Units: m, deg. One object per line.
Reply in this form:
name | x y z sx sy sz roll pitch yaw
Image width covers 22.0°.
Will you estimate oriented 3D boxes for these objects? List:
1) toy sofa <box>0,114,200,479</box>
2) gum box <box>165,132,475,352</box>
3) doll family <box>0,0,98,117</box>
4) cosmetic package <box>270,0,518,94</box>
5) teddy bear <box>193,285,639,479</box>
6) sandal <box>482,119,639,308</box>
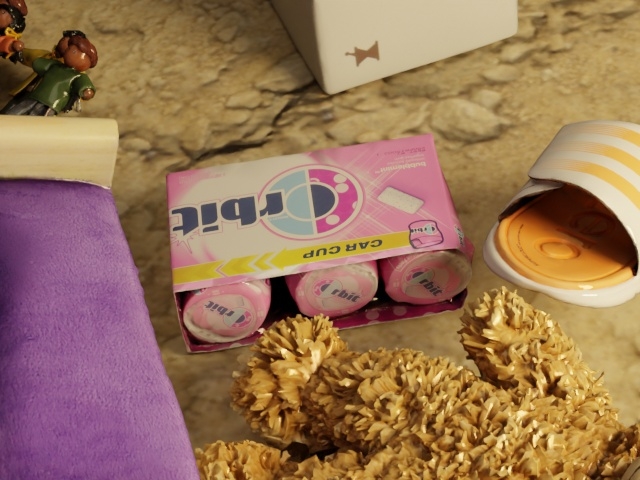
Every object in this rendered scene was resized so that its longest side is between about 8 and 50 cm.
toy sofa | -0.158 0.046 0.909 0.150 0.177 0.362 1 35 -19
gum box | 0.000 0.000 1.055 0.188 0.062 0.107 -9 45 0
doll family | -0.227 -0.130 1.211 0.193 0.076 0.111 30 76 27
cosmetic package | -0.011 -0.349 1.286 0.161 0.230 0.453 -18 46 -10
teddy bear | 0.083 0.133 0.878 0.338 0.113 0.245 28 58 31
sandal | 0.186 -0.044 1.015 0.102 0.076 0.265 20 34 27
